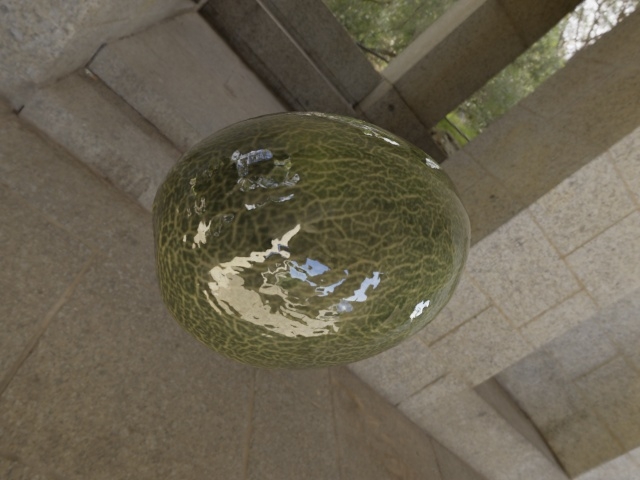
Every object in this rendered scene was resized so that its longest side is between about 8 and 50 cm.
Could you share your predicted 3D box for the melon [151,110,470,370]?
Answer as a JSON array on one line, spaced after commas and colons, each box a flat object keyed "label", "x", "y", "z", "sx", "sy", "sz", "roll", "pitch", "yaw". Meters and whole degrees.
[{"label": "melon", "x": 0.000, "y": 0.000, "z": 0.427, "sx": 0.301, "sy": 0.237, "sz": 0.237, "roll": -2, "pitch": 45, "yaw": -23}]
